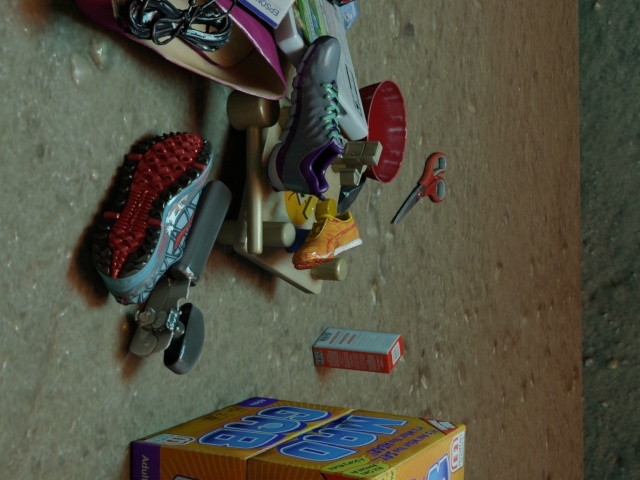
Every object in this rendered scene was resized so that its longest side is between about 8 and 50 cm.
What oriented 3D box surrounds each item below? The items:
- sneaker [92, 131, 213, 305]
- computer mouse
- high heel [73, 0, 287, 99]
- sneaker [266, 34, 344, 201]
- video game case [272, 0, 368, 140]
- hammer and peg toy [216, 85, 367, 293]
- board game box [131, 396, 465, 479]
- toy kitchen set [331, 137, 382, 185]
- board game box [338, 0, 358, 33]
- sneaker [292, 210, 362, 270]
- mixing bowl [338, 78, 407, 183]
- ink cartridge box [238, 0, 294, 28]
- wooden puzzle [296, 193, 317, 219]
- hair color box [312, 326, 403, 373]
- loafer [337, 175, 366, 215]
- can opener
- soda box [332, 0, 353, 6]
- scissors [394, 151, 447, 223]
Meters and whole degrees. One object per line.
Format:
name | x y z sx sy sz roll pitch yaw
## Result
sneaker | -0.219 -0.029 1.665 0.125 0.104 0.262 90 23 -53
computer mouse | -0.154 -0.364 1.494 0.188 0.072 0.272 -3 113 -55
high heel | -0.160 -0.265 1.601 0.127 0.181 0.377 -47 166 20
sneaker | 0.007 -0.166 1.757 0.083 0.098 0.223 9 99 -59
video game case | -0.023 -0.353 1.928 0.300 0.036 0.329 47 28 -58
hammer and peg toy | -0.068 -0.078 1.916 0.361 0.127 0.266 33 64 -59
board game box | -0.026 0.443 1.809 0.356 0.356 0.356 -9 102 -65
toy kitchen set | 0.033 -0.129 1.873 0.075 0.083 0.068 53 47 -50
board game box | 0.035 -0.409 2.213 0.090 0.020 0.090 -61 145 -44
sneaker | 0.000 0.000 1.868 0.175 0.064 0.067 -31 99 -63
mixing bowl | 0.074 -0.191 2.236 0.181 0.098 0.181 3 90 -66
ink cartridge box | -0.029 -0.484 1.699 0.176 0.069 0.371 34 87 -23
wooden puzzle | -0.020 -0.095 1.850 0.078 0.014 0.116 -60 141 -41
hair color box | 0.066 0.190 2.222 0.072 0.141 0.043 -47 135 -54
loafer | 0.029 -0.076 2.220 0.170 0.062 0.061 -43 155 -53
can opener | -0.184 0.047 1.739 0.093 0.074 0.280 42 52 -40
soda box | 0.016 -0.459 2.023 0.060 0.053 0.169 -2 71 -77
scissors | 0.204 -0.111 2.628 0.297 0.021 0.109 -26 119 -61
